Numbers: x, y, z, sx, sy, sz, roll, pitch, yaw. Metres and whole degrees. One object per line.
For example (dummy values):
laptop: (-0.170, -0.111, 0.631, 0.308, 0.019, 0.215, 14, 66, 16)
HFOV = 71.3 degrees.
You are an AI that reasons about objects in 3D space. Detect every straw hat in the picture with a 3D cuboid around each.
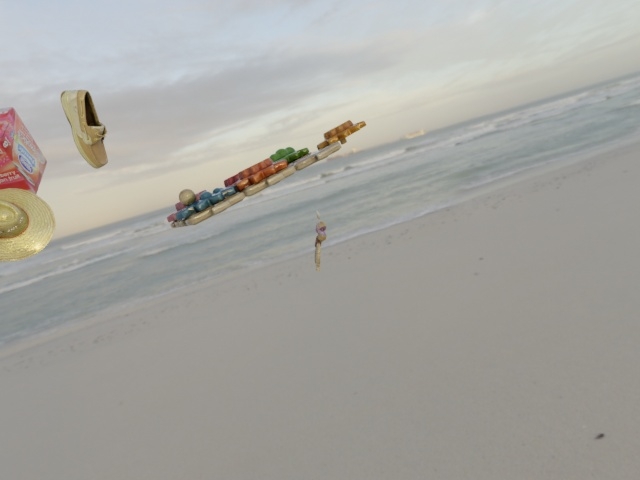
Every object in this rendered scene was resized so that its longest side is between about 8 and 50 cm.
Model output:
straw hat: (-0.526, -0.037, 0.737, 0.145, 0.144, 0.061, -19, -14, -17)

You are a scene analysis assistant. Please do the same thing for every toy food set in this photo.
toy food set: (0.000, 0.000, 0.972, 0.019, 0.122, 0.078, 1, 16, -7)

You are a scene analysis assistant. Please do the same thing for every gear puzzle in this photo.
gear puzzle: (-0.064, -0.115, 0.654, 0.339, 0.044, 0.175, -31, 14, -23)

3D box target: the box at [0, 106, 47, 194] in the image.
box: (-0.660, -0.134, 0.799, 0.257, 0.128, 0.122, -13, 45, -7)

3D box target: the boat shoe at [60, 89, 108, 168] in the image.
boat shoe: (-0.393, -0.189, 0.762, 0.045, 0.135, 0.050, -8, 29, 8)
